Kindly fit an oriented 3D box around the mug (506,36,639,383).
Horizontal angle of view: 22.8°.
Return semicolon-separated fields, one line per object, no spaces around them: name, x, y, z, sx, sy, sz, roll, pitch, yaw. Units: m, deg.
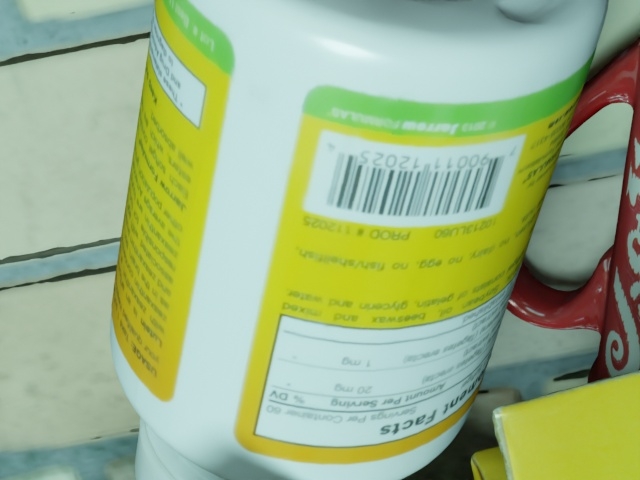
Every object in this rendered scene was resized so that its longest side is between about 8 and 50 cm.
mug;0.139;-0.008;0.568;0.150;0.113;0.169;-3;122;-2

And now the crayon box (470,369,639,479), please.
crayon box;0.172;0.156;0.539;0.202;0.081;0.318;-13;112;-3

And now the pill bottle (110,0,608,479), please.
pill bottle;0.000;0.000;0.547;0.136;0.136;0.245;8;128;-8
